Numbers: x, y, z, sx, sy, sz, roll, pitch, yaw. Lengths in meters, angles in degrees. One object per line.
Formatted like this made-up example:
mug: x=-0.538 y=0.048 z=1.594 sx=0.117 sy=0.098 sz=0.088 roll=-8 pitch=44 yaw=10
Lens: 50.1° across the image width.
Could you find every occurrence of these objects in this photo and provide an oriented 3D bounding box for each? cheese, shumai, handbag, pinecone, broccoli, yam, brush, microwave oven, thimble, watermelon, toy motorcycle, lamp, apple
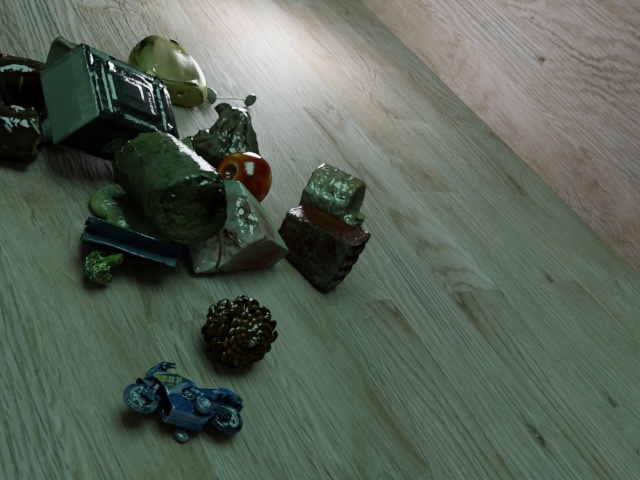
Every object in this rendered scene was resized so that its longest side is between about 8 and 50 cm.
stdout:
cheese: x=-0.519 y=-0.577 z=2.285 sx=0.259 sy=0.128 sz=0.316 roll=12 pitch=42 yaw=-39
shumai: x=-0.259 y=-0.306 z=2.059 sx=0.218 sy=0.185 sz=0.184 roll=37 pitch=33 yaw=11
handbag: x=-0.431 y=0.007 z=1.565 sx=0.221 sy=0.057 sz=0.144 roll=18 pitch=-8 yaw=-18
pinecone: x=-0.182 y=0.195 z=1.488 sx=0.173 sy=0.173 sz=0.173 roll=21 pitch=34 yaw=-15
broccoli: x=-0.470 y=0.054 z=1.500 sx=0.092 sy=0.097 sz=0.095 roll=-11 pitch=63 yaw=4
yam: x=-0.346 y=-0.129 z=1.598 sx=0.195 sy=0.195 sz=0.300 roll=-2 pitch=30 yaw=-41
brush: x=0.083 y=-0.028 z=2.106 sx=0.062 sy=0.027 sz=0.266 roll=27 pitch=33 yaw=3
microwave oven: x=-0.525 y=-0.336 z=1.755 sx=0.295 sy=0.181 sz=0.237 roll=14 pitch=54 yaw=-61
thimble: x=0.038 y=-0.114 z=1.996 sx=0.148 sy=0.229 sz=0.196 roll=25 pitch=68 yaw=11
watermelon: x=-0.227 y=-0.020 z=1.731 sx=0.310 sy=0.193 sz=0.232 roll=56 pitch=11 yaw=-18
toy motorcycle: x=-0.261 y=0.306 z=1.328 sx=0.254 sy=0.092 sz=0.135 roll=24 pitch=23 yaw=-27
lamp: x=-0.313 y=-0.505 z=2.411 sx=0.198 sy=0.050 sz=0.056 roll=-8 pitch=47 yaw=-44
apple: x=-0.220 y=-0.175 z=1.942 sx=0.139 sy=0.163 sz=0.163 roll=12 pitch=35 yaw=-50

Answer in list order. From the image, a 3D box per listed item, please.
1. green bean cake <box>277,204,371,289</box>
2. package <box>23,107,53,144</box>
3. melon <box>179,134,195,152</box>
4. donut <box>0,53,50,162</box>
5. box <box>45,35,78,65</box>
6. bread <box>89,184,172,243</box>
green bean cake: x=0.000 y=0.000 z=1.849 sx=0.232 sy=0.198 sz=0.097 roll=41 pitch=32 yaw=23
package: x=-0.747 y=-0.309 z=1.823 sx=0.171 sy=0.027 sz=0.173 roll=-6 pitch=47 yaw=-39
melon: x=-0.404 y=-0.189 z=1.902 sx=0.139 sy=0.093 sz=0.202 roll=-2 pitch=69 yaw=-2
donut: x=-0.790 y=-0.355 z=1.721 sx=0.259 sy=0.136 sz=0.345 roll=20 pitch=39 yaw=-13
box: x=-0.659 y=-0.480 z=2.011 sx=0.274 sy=0.138 sz=0.178 roll=37 pitch=21 yaw=30
bread: x=-0.423 y=-0.060 z=1.722 sx=0.286 sy=0.056 sz=0.207 roll=-2 pitch=43 yaw=-38
